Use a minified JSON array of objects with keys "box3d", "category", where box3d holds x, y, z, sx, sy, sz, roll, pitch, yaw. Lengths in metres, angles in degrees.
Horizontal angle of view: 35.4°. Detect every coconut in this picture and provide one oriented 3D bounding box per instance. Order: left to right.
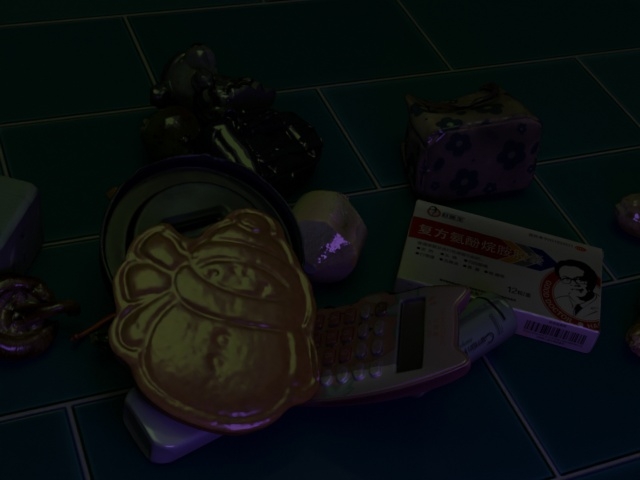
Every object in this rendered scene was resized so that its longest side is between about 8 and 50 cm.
[{"box3d":[0.000,0.000,1.706,0.147,0.147,0.152,19,40,8],"category":"coconut"}]

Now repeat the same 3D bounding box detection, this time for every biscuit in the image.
[{"box3d":[-0.151,0.108,1.468,0.312,0.057,0.351,6,65,-17],"category":"biscuit"}]

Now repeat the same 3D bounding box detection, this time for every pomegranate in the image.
[{"box3d":[-0.288,-0.201,1.886,0.114,0.114,0.142,-27,31,-33],"category":"pomegranate"}]

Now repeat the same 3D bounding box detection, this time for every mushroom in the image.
[{"box3d":[-0.450,0.114,1.529,0.170,0.080,0.135,-3,83,-23],"category":"mushroom"}]

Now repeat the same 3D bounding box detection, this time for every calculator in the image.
[{"box3d":[0.073,0.165,1.542,0.330,0.048,0.220,-11,39,17],"category":"calculator"}]

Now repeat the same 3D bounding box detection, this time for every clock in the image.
[{"box3d":[-0.186,0.017,1.572,0.325,0.067,0.325,8,62,-16],"category":"clock"}]

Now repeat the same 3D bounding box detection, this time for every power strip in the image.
[{"box3d":[-0.546,0.013,1.582,0.139,0.140,0.224,15,45,2],"category":"power strip"}]

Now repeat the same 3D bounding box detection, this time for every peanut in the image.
[{"box3d":[0.665,-0.027,1.907,0.214,0.099,0.099,29,46,20],"category":"peanut"}]

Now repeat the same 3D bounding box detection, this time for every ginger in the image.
[{"box3d":[0.584,0.139,1.736,0.095,0.069,0.190,32,46,14],"category":"ginger"}]

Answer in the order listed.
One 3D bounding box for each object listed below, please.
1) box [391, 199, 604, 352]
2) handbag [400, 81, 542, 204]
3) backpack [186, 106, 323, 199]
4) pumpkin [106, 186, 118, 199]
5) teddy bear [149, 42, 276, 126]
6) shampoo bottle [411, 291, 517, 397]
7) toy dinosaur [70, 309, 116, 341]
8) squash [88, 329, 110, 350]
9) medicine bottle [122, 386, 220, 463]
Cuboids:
[{"box3d":[0.316,0.058,1.770,0.353,0.069,0.214,16,44,3],"category":"box"},{"box3d":[0.278,-0.199,1.946,0.251,0.190,0.193,-9,37,-14],"category":"handbag"},{"box3d":[-0.110,-0.162,1.851,0.258,0.133,0.206,-25,72,-42],"category":"backpack"},{"box3d":[-0.327,-0.076,1.793,0.101,0.035,0.073,-10,45,-17],"category":"pumpkin"},{"box3d":[-0.235,-0.297,1.951,0.251,0.144,0.171,28,36,15],"category":"teddy bear"},{"box3d":[0.194,0.176,1.595,0.262,0.085,0.085,-29,56,-26],"category":"shampoo bottle"},{"box3d":[-0.273,0.093,1.605,0.279,0.101,0.055,-20,77,-39],"category":"toy dinosaur"},{"box3d":[-0.235,0.135,1.574,0.252,0.066,0.066,-19,51,-27],"category":"squash"},{"box3d":[-0.190,0.241,1.471,0.183,0.069,0.119,-24,57,-30],"category":"medicine bottle"}]
